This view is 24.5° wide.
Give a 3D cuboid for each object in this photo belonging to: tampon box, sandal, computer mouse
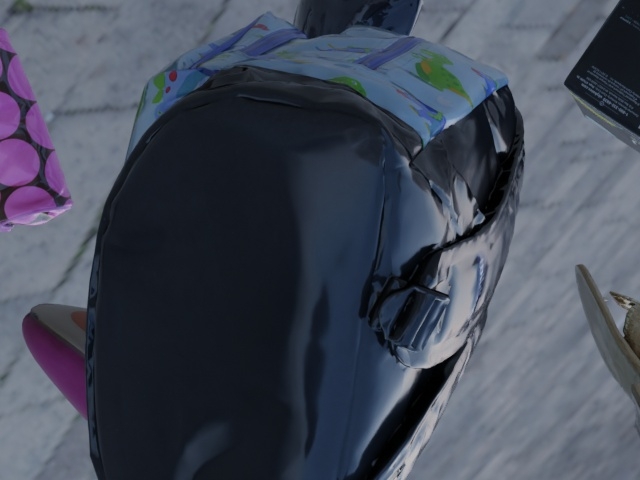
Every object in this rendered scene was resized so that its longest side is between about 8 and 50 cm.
[{"bbox_3d":[0.282,-0.122,1.200,0.101,0.120,0.161,-55,163,5],"label":"tampon box"},{"bbox_3d":[0.324,0.110,1.444,0.079,0.240,0.088,-15,135,0],"label":"sandal"},{"bbox_3d":[0.009,-0.165,1.330,0.072,0.188,0.272,6,126,-29],"label":"computer mouse"}]

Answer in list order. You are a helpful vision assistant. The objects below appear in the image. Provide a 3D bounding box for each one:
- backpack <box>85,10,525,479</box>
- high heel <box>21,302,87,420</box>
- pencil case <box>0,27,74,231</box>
[{"bbox_3d":[0.000,0.000,0.837,0.355,0.273,0.290,-31,135,-54],"label":"backpack"},{"bbox_3d":[-0.071,0.201,0.991,0.181,0.377,0.127,-57,172,17],"label":"high heel"},{"bbox_3d":[-0.337,-0.111,1.537,0.098,0.209,0.095,-27,-172,-34],"label":"pencil case"}]
